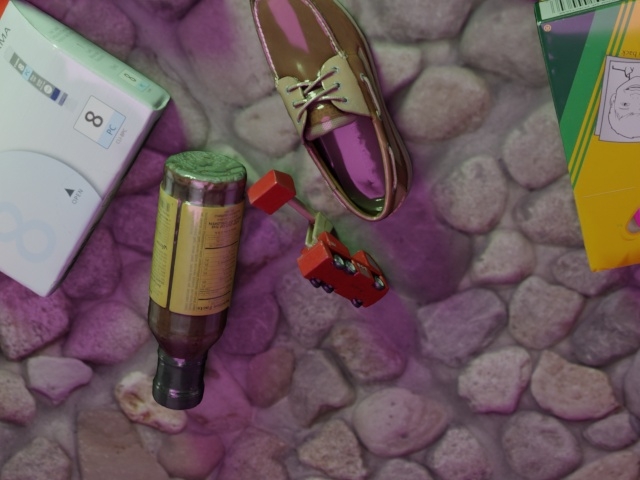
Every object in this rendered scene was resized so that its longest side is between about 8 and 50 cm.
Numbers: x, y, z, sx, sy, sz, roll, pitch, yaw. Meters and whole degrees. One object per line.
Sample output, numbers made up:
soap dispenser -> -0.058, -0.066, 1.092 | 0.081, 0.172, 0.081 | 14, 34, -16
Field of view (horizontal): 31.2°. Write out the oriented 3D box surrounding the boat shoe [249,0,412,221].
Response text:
boat shoe -> 0.016, -0.165, 1.352 | 0.123, 0.116, 0.324 | -27, 106, 18

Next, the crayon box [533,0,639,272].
crayon box -> 0.452, -0.154, 1.290 | 0.362, 0.106, 0.313 | -12, 112, 14

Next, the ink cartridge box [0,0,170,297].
ink cartridge box -> -0.428, -0.154, 1.443 | 0.385, 0.091, 0.308 | 32, 113, -6

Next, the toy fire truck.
toy fire truck -> 0.000, 0.000, 1.435 | 0.047, 0.135, 0.192 | -38, 141, 21

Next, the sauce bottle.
sauce bottle -> -0.168, 0.058, 1.479 | 0.111, 0.111, 0.344 | 13, 115, 3
